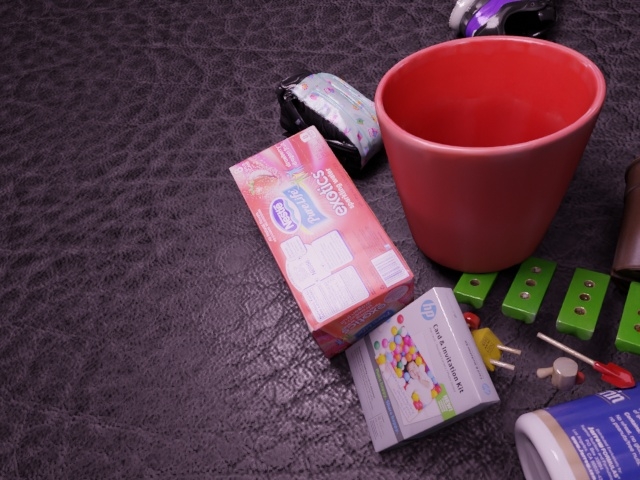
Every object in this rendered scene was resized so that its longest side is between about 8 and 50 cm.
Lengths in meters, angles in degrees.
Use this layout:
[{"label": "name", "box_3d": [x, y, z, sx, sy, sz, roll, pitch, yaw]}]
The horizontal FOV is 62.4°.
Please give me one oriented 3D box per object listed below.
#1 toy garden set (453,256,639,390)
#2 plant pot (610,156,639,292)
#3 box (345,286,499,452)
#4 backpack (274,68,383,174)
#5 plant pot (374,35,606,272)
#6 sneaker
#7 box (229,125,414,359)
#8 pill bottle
[{"label": "toy garden set", "box_3d": [0.291, 0.113, 0.685, 0.244, 0.049, 0.204, 16, 46, 30]}, {"label": "plant pot", "box_3d": [0.476, -0.007, 0.706, 0.167, 0.167, 0.165, 21, 76, 20]}, {"label": "box", "box_3d": [0.117, 0.167, 0.668, 0.186, 0.038, 0.145, -43, 52, 38]}, {"label": "backpack", "box_3d": [0.021, -0.200, 0.894, 0.182, 0.152, 0.115, 37, 78, 14]}, {"label": "plant pot", "box_3d": [0.216, -0.105, 0.723, 0.275, 0.243, 0.275, -6, 44, 6]}, {"label": "sneaker", "box_3d": [0.396, -0.452, 0.992, 0.293, 0.102, 0.146, -39, 67, -6]}, {"label": "box", "box_3d": [0.000, 0.000, 0.787, 0.154, 0.142, 0.300, -28, 61, -5]}, {"label": "pill bottle", "box_3d": [0.372, 0.237, 0.588, 0.265, 0.153, 0.153, -16, 61, 1]}]
